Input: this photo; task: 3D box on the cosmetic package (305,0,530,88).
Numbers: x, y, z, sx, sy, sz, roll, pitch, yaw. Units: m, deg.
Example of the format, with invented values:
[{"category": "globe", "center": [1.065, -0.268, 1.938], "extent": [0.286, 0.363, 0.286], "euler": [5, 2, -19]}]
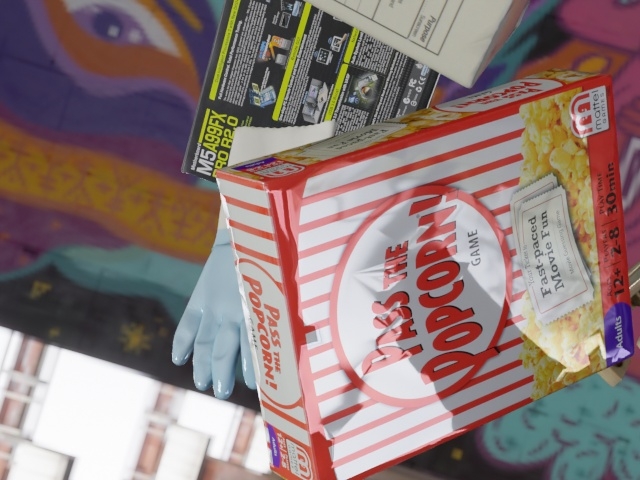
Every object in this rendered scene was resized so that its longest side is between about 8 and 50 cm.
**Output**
[{"category": "cosmetic package", "center": [0.017, -0.249, 0.887], "extent": [0.296, 0.153, 0.129], "euler": [31, -144, 7]}]

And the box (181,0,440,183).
[{"category": "box", "center": [-0.001, -0.155, 1.293], "extent": [0.216, 0.270, 0.060], "euler": [18, -146, -1]}]

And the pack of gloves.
[{"category": "pack of gloves", "center": [0.000, 0.000, 0.893], "extent": [0.195, 0.232, 0.046], "euler": [0, 146, 21]}]

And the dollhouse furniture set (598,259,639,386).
[{"category": "dollhouse furniture set", "center": [0.332, 0.083, 1.203], "extent": [0.151, 0.123, 0.144], "euler": [44, -152, 4]}]

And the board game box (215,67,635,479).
[{"category": "board game box", "center": [0.056, 0.014, 0.614], "extent": [0.194, 0.146, 0.045], "euler": [-20, -160, -28]}]
